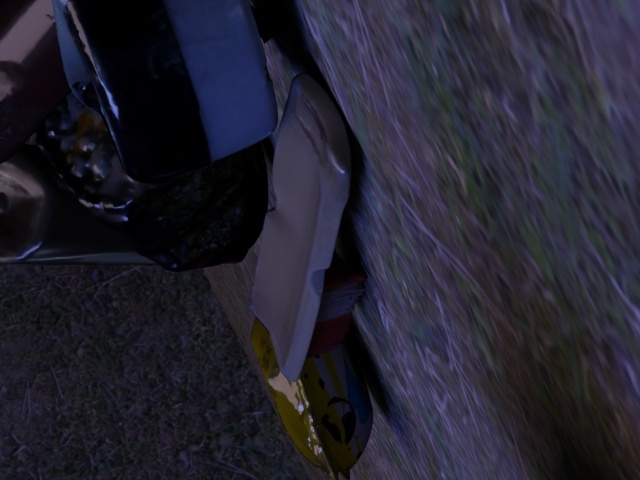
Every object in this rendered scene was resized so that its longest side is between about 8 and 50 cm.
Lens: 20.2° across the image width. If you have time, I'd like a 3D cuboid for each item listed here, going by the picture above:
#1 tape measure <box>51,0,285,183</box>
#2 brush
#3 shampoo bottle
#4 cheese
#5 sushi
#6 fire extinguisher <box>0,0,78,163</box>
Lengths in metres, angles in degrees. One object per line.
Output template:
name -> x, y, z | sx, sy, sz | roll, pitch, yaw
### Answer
tape measure -> -0.083, -0.123, 0.874 | 0.182, 0.107, 0.181 | -144, 32, -78
brush -> 0.000, 0.000, 0.982 | 0.321, 0.050, 0.060 | 102, 145, -68
shampoo bottle -> -0.157, -0.024, 1.400 | 0.125, 0.084, 0.350 | 20, -173, 23
cheese -> -0.011, 0.073, 1.267 | 0.250, 0.064, 0.157 | -107, -3, -58
sushi -> -0.122, -0.085, 1.211 | 0.225, 0.136, 0.126 | 58, -171, 34
fire extinguisher -> -0.156, -0.146, 1.076 | 0.267, 0.072, 0.089 | -39, 82, 43
